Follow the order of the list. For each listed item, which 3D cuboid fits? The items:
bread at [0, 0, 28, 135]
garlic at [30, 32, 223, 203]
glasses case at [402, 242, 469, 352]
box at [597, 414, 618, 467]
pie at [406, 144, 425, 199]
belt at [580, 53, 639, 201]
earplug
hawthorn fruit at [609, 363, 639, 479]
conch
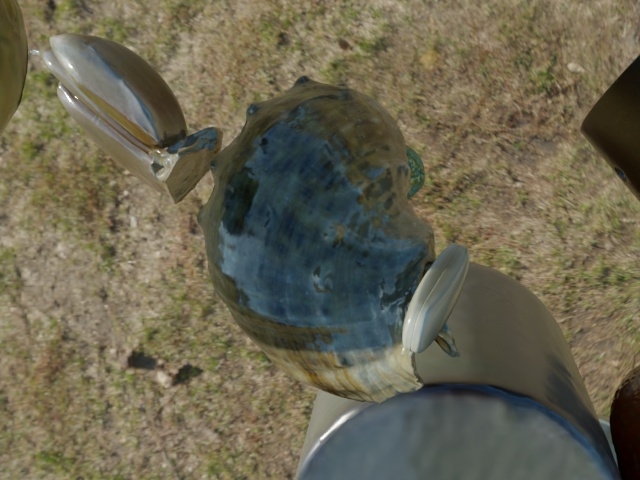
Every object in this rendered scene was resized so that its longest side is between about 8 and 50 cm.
[{"bbox_3d":[-0.349,-0.087,0.498,0.333,0.333,0.160,-41,82,17],"label":"bread"},{"bbox_3d":[-0.282,-0.186,1.197,0.132,0.279,0.325,-40,73,-21],"label":"garlic"},{"bbox_3d":[0.066,0.031,0.445,0.021,0.083,0.032,20,128,17],"label":"glasses case"},{"bbox_3d":[0.420,0.510,1.584,0.367,0.090,0.373,6,88,42],"label":"box"},{"bbox_3d":[0.088,-0.086,0.981,0.085,0.017,0.085,0,101,-2],"label":"pie"},{"bbox_3d":[0.351,-0.147,0.579,0.122,0.217,0.339,54,139,14],"label":"belt"},{"bbox_3d":[0.147,0.189,0.904,0.312,0.394,0.313,3,114,6],"label":"earplug"},{"bbox_3d":[0.392,0.236,0.725,0.254,0.300,0.254,15,134,16],"label":"hawthorn fruit"},{"bbox_3d":[-0.014,-0.007,0.599,0.210,0.159,0.291,-54,31,21],"label":"conch"}]
